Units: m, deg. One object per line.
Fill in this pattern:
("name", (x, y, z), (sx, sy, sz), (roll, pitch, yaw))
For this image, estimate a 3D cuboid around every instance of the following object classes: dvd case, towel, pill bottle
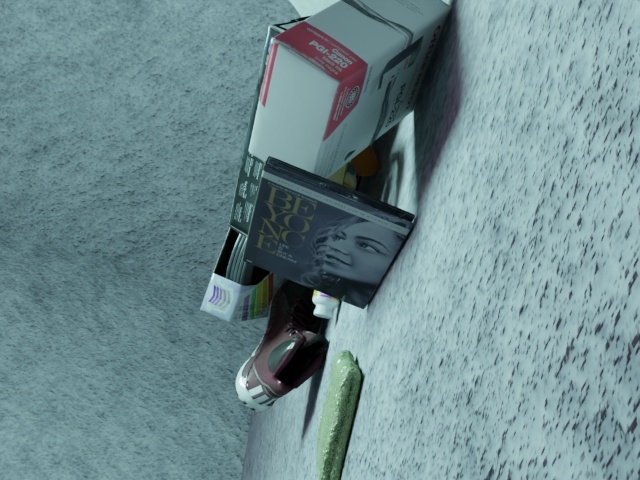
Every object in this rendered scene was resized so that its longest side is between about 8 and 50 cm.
("dvd case", (0.000, 0.000, 0.964), (0.221, 0.165, 0.018), (112, -179, -60))
("towel", (0.018, 0.210, 1.016), (0.110, 0.027, 0.148), (-125, 48, -82))
("pill bottle", (0.012, 0.078, 1.330), (0.043, 0.043, 0.083), (122, 160, -75))

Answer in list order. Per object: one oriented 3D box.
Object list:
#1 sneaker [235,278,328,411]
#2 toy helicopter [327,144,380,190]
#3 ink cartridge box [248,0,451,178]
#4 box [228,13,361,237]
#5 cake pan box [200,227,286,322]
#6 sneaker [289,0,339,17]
("sneaker", (-0.026, 0.154, 1.432), (0.162, 0.106, 0.281), (-28, 31, 49))
("toy helicopter", (0.016, -0.067, 1.188), (0.355, 0.140, 0.234), (85, -166, -78))
("ink cartridge box", (0.034, -0.176, 0.934), (0.218, 0.092, 0.158), (-43, -20, -39))
("box", (-0.003, -0.176, 1.267), (0.257, 0.079, 0.321), (-32, -35, -50))
("cake pan box", (-0.095, 0.015, 1.490), (0.245, 0.070, 0.267), (-71, -18, 3))
("sneaker", (0.038, -0.420, 1.423), (0.169, 0.292, 0.108), (-31, -12, -35))
